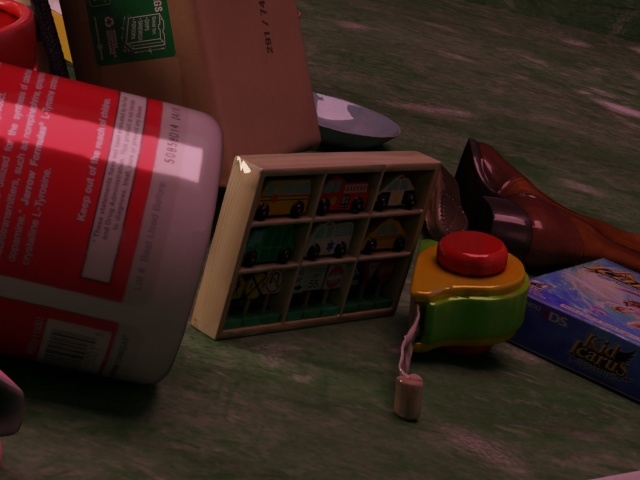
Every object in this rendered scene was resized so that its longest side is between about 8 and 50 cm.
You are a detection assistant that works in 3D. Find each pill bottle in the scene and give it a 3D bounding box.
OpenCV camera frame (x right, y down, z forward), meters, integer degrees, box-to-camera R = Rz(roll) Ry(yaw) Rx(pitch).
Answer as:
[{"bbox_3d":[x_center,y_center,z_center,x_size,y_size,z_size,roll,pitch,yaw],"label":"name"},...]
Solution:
[{"bbox_3d":[-0.297,-0.035,1.415,0.407,0.229,0.229,13,17,-9],"label":"pill bottle"}]

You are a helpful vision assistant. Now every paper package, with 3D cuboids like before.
[{"bbox_3d":[-0.143,-0.225,1.966,0.168,0.325,0.309,-7,10,20],"label":"paper package"}]

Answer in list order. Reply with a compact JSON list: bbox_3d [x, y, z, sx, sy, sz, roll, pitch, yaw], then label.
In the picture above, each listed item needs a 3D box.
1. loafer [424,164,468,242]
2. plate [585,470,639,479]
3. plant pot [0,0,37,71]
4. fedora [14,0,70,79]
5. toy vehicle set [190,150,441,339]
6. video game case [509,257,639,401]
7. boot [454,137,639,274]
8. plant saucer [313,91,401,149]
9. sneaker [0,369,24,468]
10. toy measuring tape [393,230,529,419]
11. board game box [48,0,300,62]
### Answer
[{"bbox_3d":[0.141,-0.035,2.133,0.056,0.050,0.148,42,24,-19],"label":"loafer"},{"bbox_3d":[0.283,0.260,1.317,0.277,0.045,0.278,-2,25,-44],"label":"plate"},{"bbox_3d":[-0.367,-0.134,1.725,0.191,0.174,0.191,0,23,0],"label":"plant pot"},{"bbox_3d":[-0.358,-0.217,1.911,0.152,0.334,0.334,-15,22,-6],"label":"fedora"},{"bbox_3d":[0.000,0.000,1.684,0.035,0.166,0.267,28,21,35],"label":"toy vehicle set"},{"bbox_3d":[0.350,0.104,1.854,0.269,0.061,0.244,25,18,29],"label":"video game case"},{"bbox_3d":[0.309,-0.028,2.183,0.280,0.096,0.264,12,17,-14],"label":"boot"},{"bbox_3d":[0.012,-0.159,2.430,0.195,0.037,0.195,15,16,-4],"label":"plant saucer"},{"bbox_3d":[-0.269,0.131,1.111,0.131,0.112,0.319,13,18,0],"label":"sneaker"},{"bbox_3d":[0.138,0.076,1.676,0.121,0.121,0.330,16,25,1],"label":"toy measuring tape"},{"bbox_3d":[-0.217,-0.289,2.304,0.316,0.064,0.242,31,46,4],"label":"board game box"}]
